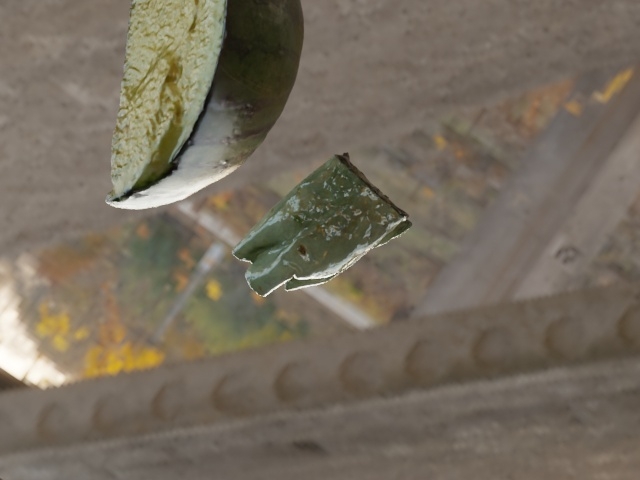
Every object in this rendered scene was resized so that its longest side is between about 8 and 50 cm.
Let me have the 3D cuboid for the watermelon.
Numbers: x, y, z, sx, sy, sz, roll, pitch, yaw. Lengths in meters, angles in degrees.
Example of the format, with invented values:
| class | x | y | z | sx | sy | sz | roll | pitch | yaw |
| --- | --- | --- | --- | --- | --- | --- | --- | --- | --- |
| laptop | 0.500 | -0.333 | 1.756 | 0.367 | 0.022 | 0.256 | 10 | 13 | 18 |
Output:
| class | x | y | z | sx | sy | sz | roll | pitch | yaw |
| --- | --- | --- | --- | --- | --- | --- | --- | --- | --- |
| watermelon | -0.051 | -0.105 | 0.841 | 0.075 | 0.181 | 0.092 | 12 | 167 | -42 |

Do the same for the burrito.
| class | x | y | z | sx | sy | sz | roll | pitch | yaw |
| --- | --- | --- | --- | --- | --- | --- | --- | --- | --- |
| burrito | -0.002 | -0.003 | 1.115 | 0.074 | 0.118 | 0.044 | 50 | -172 | -8 |

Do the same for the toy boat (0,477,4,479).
| class | x | y | z | sx | sy | sz | roll | pitch | yaw |
| --- | --- | --- | --- | --- | --- | --- | --- | --- | --- |
| toy boat | -0.426 | 0.308 | 1.581 | 0.089 | 0.310 | 0.115 | 31 | 130 | 18 |
